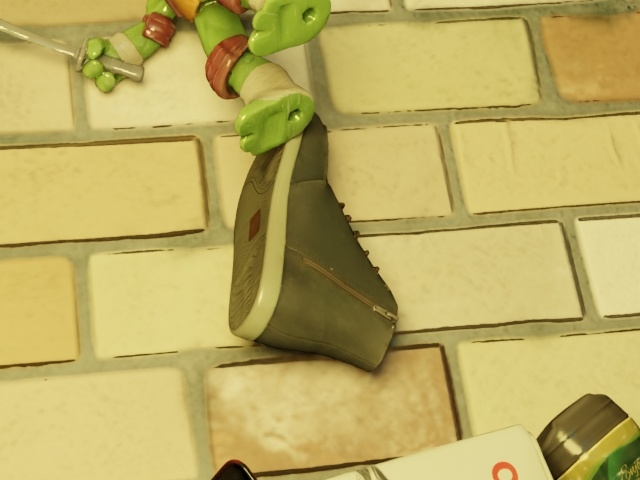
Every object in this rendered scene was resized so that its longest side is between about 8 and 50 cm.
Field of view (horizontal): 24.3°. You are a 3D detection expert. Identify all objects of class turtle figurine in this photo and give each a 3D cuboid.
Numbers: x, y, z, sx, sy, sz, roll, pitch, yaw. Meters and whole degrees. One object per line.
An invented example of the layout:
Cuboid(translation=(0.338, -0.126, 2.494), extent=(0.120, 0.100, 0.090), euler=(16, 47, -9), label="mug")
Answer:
Cuboid(translation=(-0.132, -0.188, 1.135), extent=(0.266, 0.275, 0.198), euler=(43, 106, 36), label="turtle figurine")

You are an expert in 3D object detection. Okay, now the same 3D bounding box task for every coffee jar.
Cuboid(translation=(0.228, 0.199, 1.066), extent=(0.079, 0.096, 0.184), euler=(-35, 74, -25), label="coffee jar")

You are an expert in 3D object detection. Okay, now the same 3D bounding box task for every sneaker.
Cuboid(translation=(0.000, 0.000, 1.153), extent=(0.118, 0.083, 0.222), euler=(23, 52, -20), label="sneaker")

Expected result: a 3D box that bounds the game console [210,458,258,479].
Cuboid(translation=(-0.061, 0.227, 0.879), extent=(0.124, 0.085, 0.144), euler=(-32, 71, -19), label="game console")

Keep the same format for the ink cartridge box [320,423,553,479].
Cuboid(translation=(0.033, 0.269, 0.987), extent=(0.289, 0.121, 0.211), euler=(-13, 66, -14), label="ink cartridge box")
